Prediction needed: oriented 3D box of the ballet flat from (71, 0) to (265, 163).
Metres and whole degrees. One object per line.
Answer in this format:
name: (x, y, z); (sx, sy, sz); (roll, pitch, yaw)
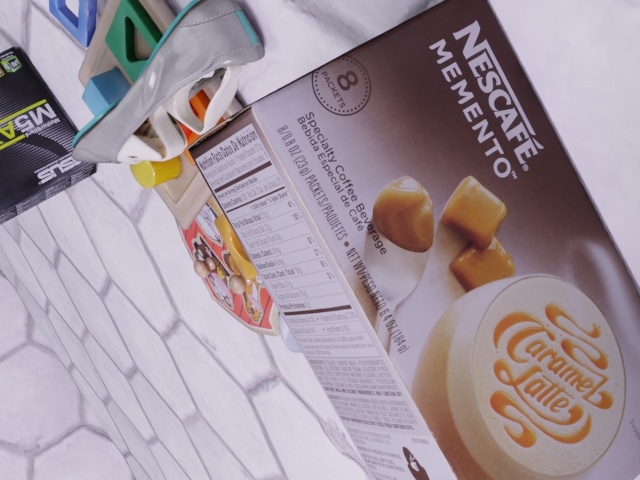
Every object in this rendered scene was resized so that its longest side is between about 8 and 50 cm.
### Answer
ballet flat: (-0.116, -0.095, 0.690); (0.068, 0.072, 0.213); (53, 132, -1)

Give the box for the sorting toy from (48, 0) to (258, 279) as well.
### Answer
sorting toy: (-0.146, -0.113, 0.794); (0.348, 0.047, 0.196); (54, 146, 8)

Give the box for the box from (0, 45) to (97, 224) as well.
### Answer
box: (-0.398, -0.117, 1.126); (0.184, 0.190, 0.045); (55, 157, 9)

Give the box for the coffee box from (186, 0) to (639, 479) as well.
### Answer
coffee box: (0.063, 0.021, 0.472); (0.246, 0.141, 0.098); (62, 156, -6)

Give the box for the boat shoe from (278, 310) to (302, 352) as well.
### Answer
boat shoe: (0.000, 0.000, 0.654); (0.228, 0.080, 0.076); (95, 154, -58)

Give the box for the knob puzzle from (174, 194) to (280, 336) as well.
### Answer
knob puzzle: (-0.103, 0.023, 0.928); (0.213, 0.030, 0.213); (43, 153, 29)
